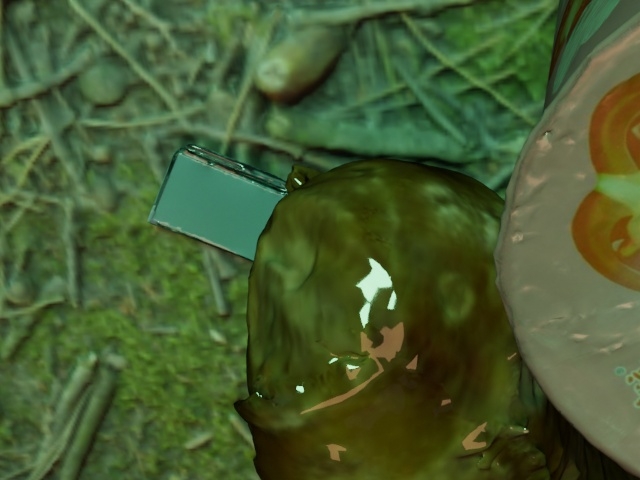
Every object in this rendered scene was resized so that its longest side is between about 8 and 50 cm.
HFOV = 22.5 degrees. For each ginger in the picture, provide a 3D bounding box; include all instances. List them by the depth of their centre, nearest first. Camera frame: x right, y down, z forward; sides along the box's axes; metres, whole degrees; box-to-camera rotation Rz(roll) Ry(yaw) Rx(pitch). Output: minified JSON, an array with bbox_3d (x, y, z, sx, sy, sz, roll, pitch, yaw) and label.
[{"bbox_3d":[0.090,0.112,0.775,0.254,0.176,0.418,-2,139,12],"label":"ginger"}]

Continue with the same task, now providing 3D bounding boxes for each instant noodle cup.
[{"bbox_3d":[0.192,-0.056,0.628,0.243,0.231,0.243,3,125,5],"label":"instant noodle cup"}]

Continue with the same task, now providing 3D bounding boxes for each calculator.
[{"bbox_3d":[0.000,0.000,0.823,0.172,0.018,0.057,21,125,-7],"label":"calculator"}]
